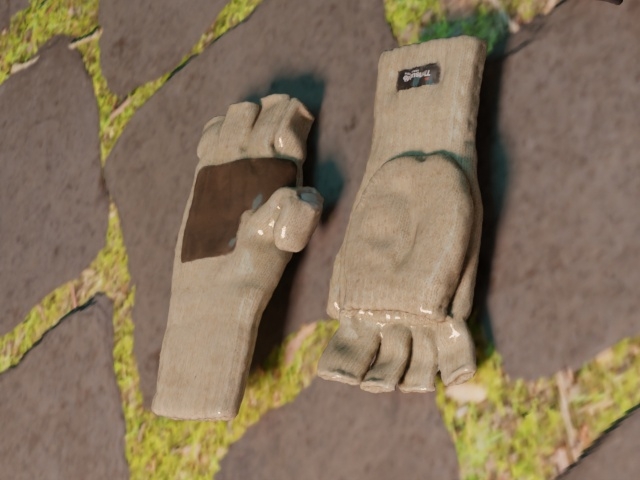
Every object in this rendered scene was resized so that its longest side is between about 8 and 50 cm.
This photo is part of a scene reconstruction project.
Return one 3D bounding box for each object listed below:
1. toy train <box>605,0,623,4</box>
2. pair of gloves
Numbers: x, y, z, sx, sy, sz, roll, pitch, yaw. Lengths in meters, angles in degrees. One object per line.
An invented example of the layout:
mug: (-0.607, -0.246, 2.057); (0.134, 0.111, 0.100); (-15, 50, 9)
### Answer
toy train: (0.099, -0.241, 0.934); (0.334, 0.142, 0.190); (28, 108, 47)
pair of gloves: (0.000, 0.000, 1.003); (0.240, 0.042, 0.204); (-14, 61, 41)
